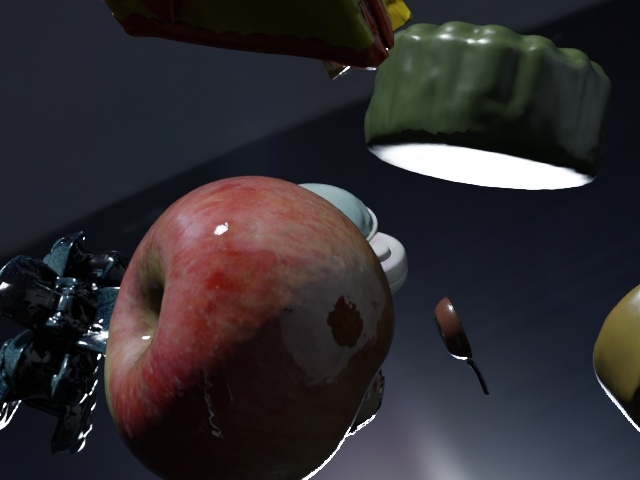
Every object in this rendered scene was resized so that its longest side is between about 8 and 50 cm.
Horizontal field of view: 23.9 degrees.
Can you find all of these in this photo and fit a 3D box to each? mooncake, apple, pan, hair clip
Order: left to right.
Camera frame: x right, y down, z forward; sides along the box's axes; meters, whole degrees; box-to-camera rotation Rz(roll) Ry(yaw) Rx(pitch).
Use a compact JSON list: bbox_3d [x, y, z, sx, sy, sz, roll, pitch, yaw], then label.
[{"bbox_3d":[-0.332,0.122,2.014,0.206,0.194,0.310,103,-174,-63],"label":"hair clip"},{"bbox_3d":[-0.065,0.105,1.543,0.345,0.269,0.345,-44,38,49],"label":"apple"},{"bbox_3d":[0.143,0.113,1.557,0.068,0.023,0.115,-122,8,-76],"label":"pan"},{"bbox_3d":[0.248,-0.196,2.211,0.356,0.356,0.194,68,-150,-83],"label":"mooncake"},{"bbox_3d":[0.382,0.107,1.435,0.117,0.235,0.235,54,172,42],"label":"mooncake"}]

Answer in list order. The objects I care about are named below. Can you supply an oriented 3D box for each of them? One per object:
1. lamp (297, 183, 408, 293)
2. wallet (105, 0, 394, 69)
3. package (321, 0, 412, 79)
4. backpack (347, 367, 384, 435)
[{"bbox_3d":[0.001,-0.002,1.897,0.246,0.179,0.108,26,136,36],"label":"lamp"},{"bbox_3d":[-0.070,-0.188,1.092,0.241,0.067,0.141,12,146,31],"label":"wallet"},{"bbox_3d":[0.040,-0.249,1.770,0.131,0.047,0.071,-33,88,47],"label":"package"},{"bbox_3d":[-0.008,0.158,1.993,0.229,0.139,0.229,-12,-90,-67],"label":"backpack"}]
